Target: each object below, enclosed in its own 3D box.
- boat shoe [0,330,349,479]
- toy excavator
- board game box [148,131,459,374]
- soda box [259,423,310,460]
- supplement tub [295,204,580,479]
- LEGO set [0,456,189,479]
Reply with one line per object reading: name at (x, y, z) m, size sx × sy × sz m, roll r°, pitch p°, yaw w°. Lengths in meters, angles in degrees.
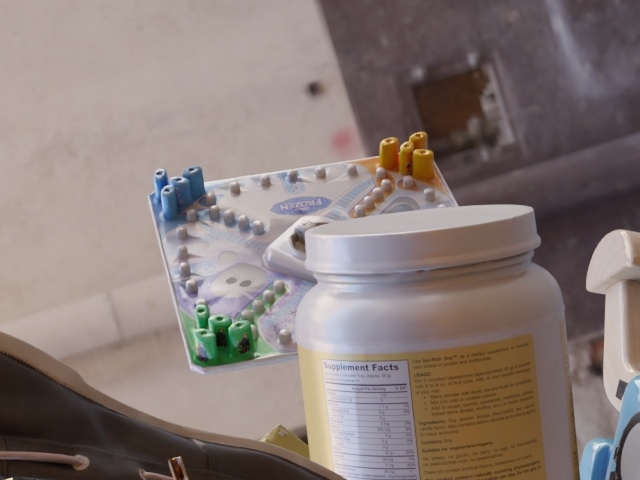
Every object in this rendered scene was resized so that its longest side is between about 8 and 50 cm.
boat shoe at (-0.110, 0.158, 0.966) m, size 0.112 × 0.335 × 0.095 m, roll -33°, pitch 39°, yaw 47°
toy excavator at (0.388, 0.219, 1.810) m, size 0.445 × 0.222 × 0.432 m, roll -156°, pitch 77°, yaw -74°
board game box at (0.000, 0.000, 1.977) m, size 0.390 × 0.390 × 0.050 m, roll -112°, pitch 16°, yaw -54°
soda box at (-0.046, 0.273, 1.631) m, size 0.061 × 0.058 × 0.181 m, roll 36°, pitch 143°, yaw 23°
supplement tub at (0.104, 0.145, 1.401) m, size 0.241 × 0.241 × 0.331 m, roll -143°, pitch 47°, yaw -82°
LEGO set at (-0.107, 0.261, 0.700) m, size 0.192 × 0.255 × 0.331 m, roll 136°, pitch 111°, yaw -78°
